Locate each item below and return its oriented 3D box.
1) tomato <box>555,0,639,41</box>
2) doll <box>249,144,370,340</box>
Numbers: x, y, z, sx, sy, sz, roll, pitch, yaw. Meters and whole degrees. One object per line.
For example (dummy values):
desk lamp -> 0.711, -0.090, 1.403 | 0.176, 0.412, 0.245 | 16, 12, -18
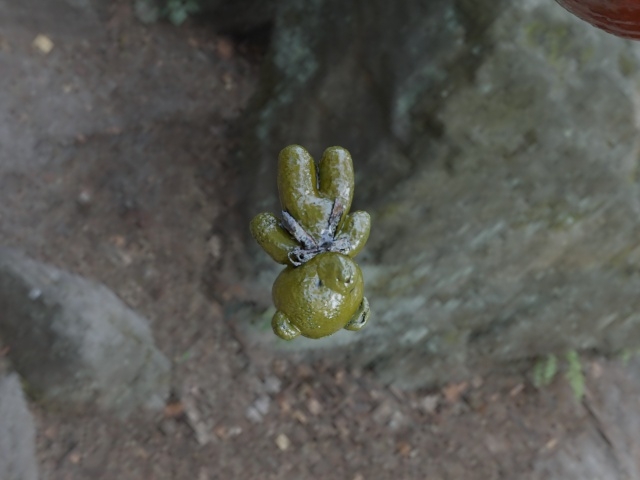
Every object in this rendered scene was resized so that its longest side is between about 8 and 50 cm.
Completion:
tomato -> 0.208, -0.223, 0.990 | 0.309, 0.170, 0.309 | 26, 11, -5
doll -> 0.000, 0.000, 1.599 | 0.137, 0.097, 0.210 | -3, 87, -28
